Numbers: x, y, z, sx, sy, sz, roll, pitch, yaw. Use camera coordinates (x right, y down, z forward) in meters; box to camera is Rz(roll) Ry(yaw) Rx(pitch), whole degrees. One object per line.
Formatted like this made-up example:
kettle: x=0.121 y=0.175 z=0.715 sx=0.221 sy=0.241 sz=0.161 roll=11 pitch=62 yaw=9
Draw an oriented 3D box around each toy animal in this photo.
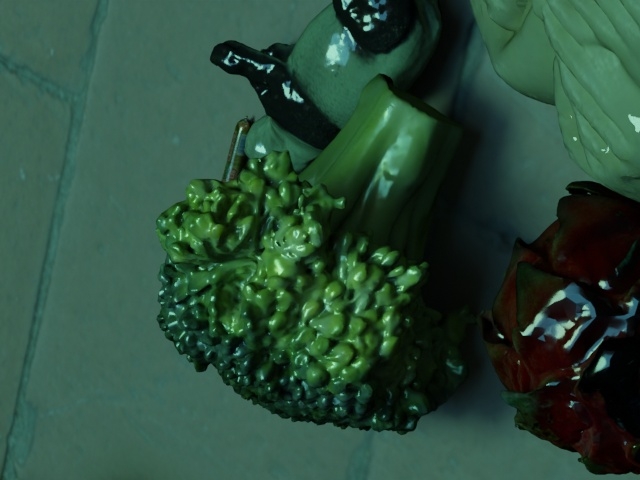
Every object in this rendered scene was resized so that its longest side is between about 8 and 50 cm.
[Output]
toy animal: x=0.003 y=-0.130 z=1.075 sx=0.225 sy=0.094 sz=0.121 roll=-44 pitch=74 yaw=33

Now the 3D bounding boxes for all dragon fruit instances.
dragon fruit: x=0.184 y=0.058 z=0.873 sx=0.188 sy=0.182 sz=0.182 roll=15 pitch=103 yaw=40

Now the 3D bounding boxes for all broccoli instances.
broccoli: x=0.000 y=0.000 z=1.008 sx=0.243 sy=0.263 sz=0.247 roll=-59 pitch=28 yaw=6

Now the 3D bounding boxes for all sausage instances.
sausage: x=-0.073 y=-0.055 z=1.190 sx=0.015 sy=0.015 sz=0.100 roll=29 pitch=112 yaw=36

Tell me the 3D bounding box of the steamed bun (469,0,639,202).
steamed bun: x=0.224 y=-0.213 z=0.749 sx=0.368 sy=0.255 sz=0.342 roll=92 pitch=163 yaw=-50
